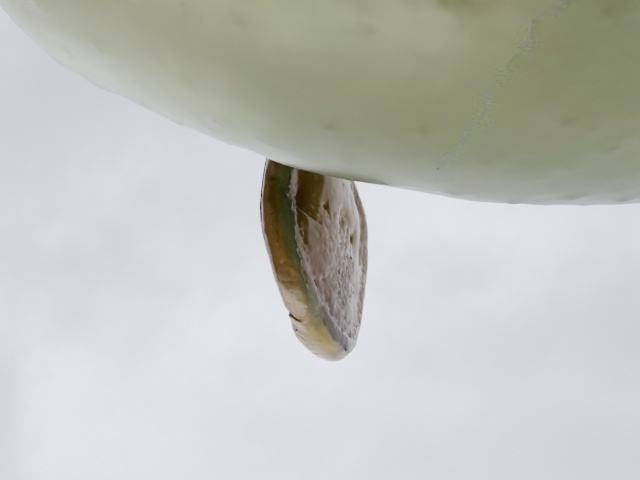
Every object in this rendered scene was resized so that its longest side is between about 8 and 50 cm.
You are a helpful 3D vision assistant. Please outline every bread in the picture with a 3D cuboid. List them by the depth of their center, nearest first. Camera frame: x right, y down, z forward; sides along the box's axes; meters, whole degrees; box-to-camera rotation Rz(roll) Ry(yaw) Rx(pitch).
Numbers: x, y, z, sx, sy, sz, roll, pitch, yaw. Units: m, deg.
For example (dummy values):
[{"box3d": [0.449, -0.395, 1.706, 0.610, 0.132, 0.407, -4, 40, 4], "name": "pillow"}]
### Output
[{"box3d": [0.000, 0.000, 0.845, 0.024, 0.110, 0.110, -6, -124, 19], "name": "bread"}]

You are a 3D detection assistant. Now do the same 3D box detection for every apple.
[{"box3d": [0.063, -0.240, 0.732, 0.473, 0.473, 0.474, -5, -123, 8], "name": "apple"}]
